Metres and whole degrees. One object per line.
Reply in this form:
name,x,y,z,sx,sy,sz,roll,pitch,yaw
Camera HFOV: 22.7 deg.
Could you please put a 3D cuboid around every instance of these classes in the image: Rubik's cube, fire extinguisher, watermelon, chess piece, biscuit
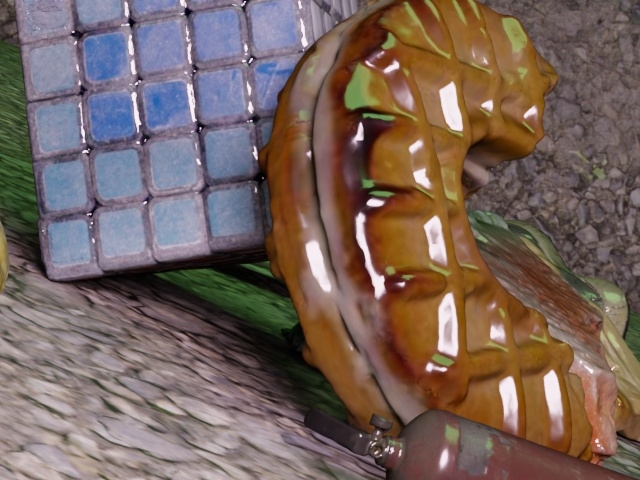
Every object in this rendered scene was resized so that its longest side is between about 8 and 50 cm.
Rubik's cube,-0.089,-0.098,1.283,0.237,0.237,0.238,-9,-4,13
fire extinguisher,0.121,0.157,0.982,0.267,0.072,0.089,21,1,-16
watermelon,0.138,0.066,1.393,0.302,0.151,0.264,23,10,10
chess piece,0.267,0.120,1.701,0.137,0.137,0.301,17,20,-44
biscuit,0.078,-0.013,1.117,0.115,0.366,0.268,-21,-21,38

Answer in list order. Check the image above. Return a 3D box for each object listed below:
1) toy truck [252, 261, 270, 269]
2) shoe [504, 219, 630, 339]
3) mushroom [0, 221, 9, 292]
toy truck,0.000,0.000,1.629,0.270,0.135,0.114,17,10,-12
shoe,0.241,0.060,2.059,0.171,0.132,0.336,9,16,-29
mushroom,-0.268,-0.024,1.075,0.107,0.087,0.333,22,9,-18
